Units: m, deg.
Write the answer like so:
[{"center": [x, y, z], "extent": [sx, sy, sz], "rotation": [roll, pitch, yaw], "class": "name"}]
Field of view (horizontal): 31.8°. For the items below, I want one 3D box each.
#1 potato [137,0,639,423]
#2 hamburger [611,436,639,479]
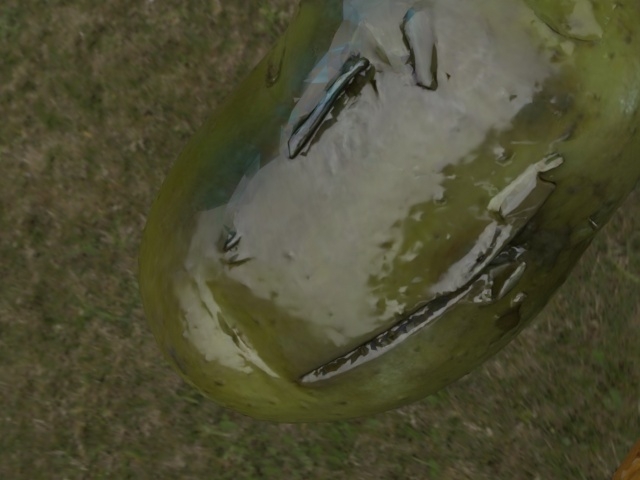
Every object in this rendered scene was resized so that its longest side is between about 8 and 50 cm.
[{"center": [0.030, -0.030, 0.456], "extent": [0.248, 0.143, 0.169], "rotation": [-44, 45, 11], "class": "potato"}, {"center": [0.158, 0.094, 0.427], "extent": [0.087, 0.176, 0.102], "rotation": [27, 60, 0], "class": "hamburger"}]
